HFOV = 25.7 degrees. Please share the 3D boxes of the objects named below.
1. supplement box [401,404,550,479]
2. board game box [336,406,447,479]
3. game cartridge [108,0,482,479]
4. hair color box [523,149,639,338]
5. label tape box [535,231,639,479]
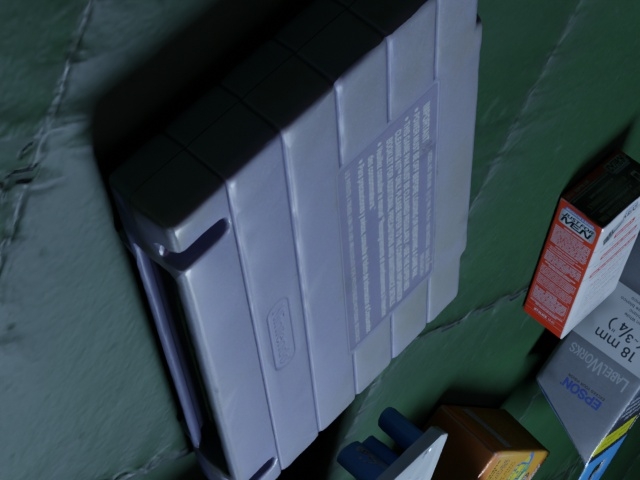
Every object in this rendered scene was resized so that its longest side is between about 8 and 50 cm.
[{"bbox_3d":[0.161,0.220,1.423,0.078,0.080,0.233,-54,159,8],"label":"supplement box"},{"bbox_3d":[-0.076,0.347,1.085,0.390,0.050,0.390,-38,155,-35],"label":"board game box"},{"bbox_3d":[0.000,0.000,0.816,0.230,0.068,0.355,-47,157,-23],"label":"game cartridge"},{"bbox_3d":[0.252,0.005,1.312,0.093,0.053,0.167,-37,154,-31],"label":"hair color box"},{"bbox_3d":[0.337,0.125,1.562,0.334,0.106,0.240,-58,162,13],"label":"label tape box"}]
